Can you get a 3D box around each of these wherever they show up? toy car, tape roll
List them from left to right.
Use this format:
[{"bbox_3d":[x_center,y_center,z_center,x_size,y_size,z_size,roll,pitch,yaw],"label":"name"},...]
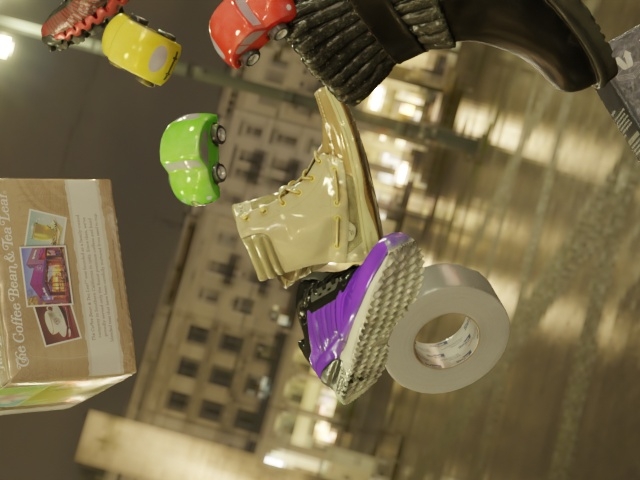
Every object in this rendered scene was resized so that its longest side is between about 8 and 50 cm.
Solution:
[{"bbox_3d":[-0.137,-0.150,1.355,0.053,0.239,0.225,10,-104,-62],"label":"toy car"},{"bbox_3d":[0.200,0.147,2.152,0.072,0.219,0.219,-112,31,-56],"label":"tape roll"}]

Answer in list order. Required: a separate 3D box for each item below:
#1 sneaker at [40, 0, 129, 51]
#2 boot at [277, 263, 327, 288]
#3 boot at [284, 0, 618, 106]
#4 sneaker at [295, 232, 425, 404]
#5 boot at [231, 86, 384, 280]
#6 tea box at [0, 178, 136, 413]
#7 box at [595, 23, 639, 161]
[{"bbox_3d":[-0.347,-0.413,2.048,0.276,0.135,0.097,-35,15,12],"label":"sneaker"},{"bbox_3d":[0.000,0.000,2.068,0.165,0.077,0.213,-31,-7,-10],"label":"boot"},{"bbox_3d":[0.133,-0.225,1.426,0.260,0.348,0.131,-44,20,9],"label":"boot"},{"bbox_3d":[0.031,0.080,1.710,0.102,0.146,0.293,-25,-32,-38],"label":"sneaker"},{"bbox_3d":[-0.031,-0.078,1.832,0.095,0.203,0.262,-79,-24,-70],"label":"boot"},{"bbox_3d":[-0.479,0.100,2.135,0.323,0.220,0.329,-29,67,55],"label":"tea box"},{"bbox_3d":[0.459,-0.214,1.724,0.158,0.156,0.093,61,179,8],"label":"box"}]
